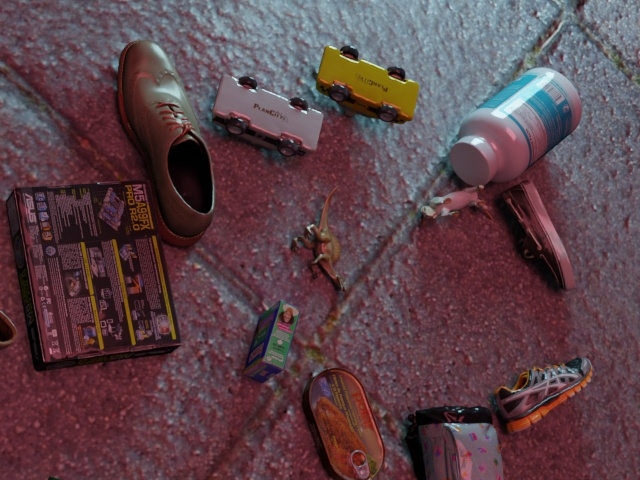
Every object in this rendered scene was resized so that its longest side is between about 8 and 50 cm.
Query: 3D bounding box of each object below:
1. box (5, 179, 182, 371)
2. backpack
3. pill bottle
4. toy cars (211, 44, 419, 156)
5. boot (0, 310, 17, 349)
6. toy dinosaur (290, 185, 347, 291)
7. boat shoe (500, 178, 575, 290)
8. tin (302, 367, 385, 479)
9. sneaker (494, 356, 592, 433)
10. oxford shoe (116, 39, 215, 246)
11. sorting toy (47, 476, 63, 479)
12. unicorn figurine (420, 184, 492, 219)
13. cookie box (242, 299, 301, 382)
[{"bbox_3d":[-0.340,0.048,1.787,0.216,0.060,0.270,-6,75,-30],"label":"box"},{"bbox_3d":[0.227,0.362,1.937,0.152,0.115,0.182,4,73,-29],"label":"backpack"},{"bbox_3d":[0.353,-0.202,2.194,0.264,0.146,0.146,-37,91,-32],"label":"pill bottle"},{"bbox_3d":[-0.013,-0.230,2.052,0.394,0.087,0.176,-20,77,-29],"label":"toy cars"},{"bbox_3d":[-0.523,0.107,1.603,0.213,0.165,0.077,27,61,-19],"label":"boot"},{"bbox_3d":[0.000,0.000,2.000,0.093,0.053,0.183,2,78,-44],"label":"toy dinosaur"},{"bbox_3d":[0.399,-0.001,2.195,0.070,0.078,0.219,-25,88,2],"label":"boat shoe"},{"bbox_3d":[0.037,0.298,1.908,0.106,0.040,0.189,-14,79,-27],"label":"tin"},{"bbox_3d":[0.392,0.253,2.086,0.215,0.084,0.083,-29,82,-32],"label":"sneaker"},{"bbox_3d":[-0.228,-0.173,1.884,0.123,0.130,0.348,-12,78,-31],"label":"oxford shoe"},{"bbox_3d":[-0.268,0.401,1.652,0.274,0.132,0.046,27,69,-17],"label":"sorting toy"},{"bbox_3d":[0.252,-0.068,2.127,0.162,0.111,0.060,-1,89,-14],"label":"unicorn figurine"},{"bbox_3d":[-0.077,0.159,1.865,0.040,0.092,0.107,23,62,-16],"label":"cookie box"}]
